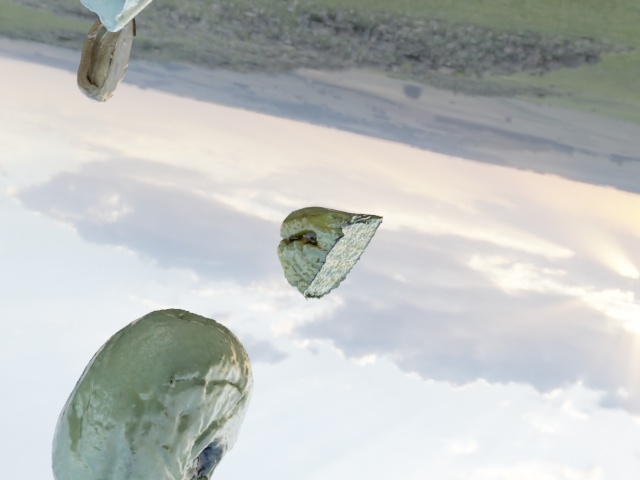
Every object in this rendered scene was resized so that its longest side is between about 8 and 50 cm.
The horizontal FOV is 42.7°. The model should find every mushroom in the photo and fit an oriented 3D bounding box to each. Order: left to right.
[{"bbox_3d":[-0.440,-0.373,1.658,0.094,0.209,0.072,6,167,16],"label":"mushroom"}]

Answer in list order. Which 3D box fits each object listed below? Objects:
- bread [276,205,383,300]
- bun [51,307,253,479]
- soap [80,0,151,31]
[{"bbox_3d":[0.002,-0.005,1.160,0.103,0.156,0.110,9,-147,-53],"label":"bread"},{"bbox_3d":[-0.144,0.170,0.776,0.108,0.221,0.221,19,-170,36],"label":"bun"},{"bbox_3d":[-0.178,-0.313,0.815,0.114,0.198,0.063,44,147,-19],"label":"soap"}]
